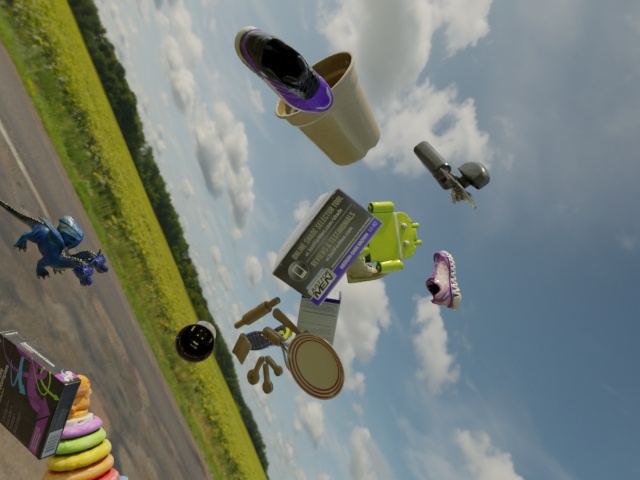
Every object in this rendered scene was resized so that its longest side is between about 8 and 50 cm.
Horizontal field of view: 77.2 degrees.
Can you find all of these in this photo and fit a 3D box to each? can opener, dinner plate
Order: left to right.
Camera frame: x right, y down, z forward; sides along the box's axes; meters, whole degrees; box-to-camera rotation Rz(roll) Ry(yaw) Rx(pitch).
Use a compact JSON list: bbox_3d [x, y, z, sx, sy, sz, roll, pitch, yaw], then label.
[{"bbox_3d":[-0.009,0.252,0.809,0.141,0.017,0.141,9,-75,35],"label":"dinner plate"},{"bbox_3d":[0.302,-0.163,0.936,0.074,0.093,0.280,45,14,-31],"label":"can opener"}]

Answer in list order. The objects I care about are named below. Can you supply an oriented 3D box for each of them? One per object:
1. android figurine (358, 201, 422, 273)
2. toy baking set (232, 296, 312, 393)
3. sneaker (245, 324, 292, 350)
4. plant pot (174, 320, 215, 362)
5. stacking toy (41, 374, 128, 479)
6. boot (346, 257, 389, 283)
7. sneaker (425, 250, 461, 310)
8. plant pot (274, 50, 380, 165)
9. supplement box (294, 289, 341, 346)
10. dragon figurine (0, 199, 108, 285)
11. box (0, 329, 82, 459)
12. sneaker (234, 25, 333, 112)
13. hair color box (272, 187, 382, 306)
[{"bbox_3d":[0.230,-0.012,1.387,0.056,0.273,0.248,156,-71,-67],"label":"android figurine"},{"bbox_3d":[-0.109,0.233,0.922,0.256,0.030,0.196,-39,-115,28],"label":"toy baking set"},{"bbox_3d":[-0.149,0.272,1.097,0.059,0.144,0.053,126,-48,-56],"label":"sneaker"},{"bbox_3d":[-0.536,0.431,1.768,0.165,0.167,0.166,-170,-121,-84],"label":"plant pot"},{"bbox_3d":[-0.559,0.466,0.927,0.175,0.166,0.301,140,-56,-79],"label":"stacking toy"},{"bbox_3d":[0.209,0.107,1.893,0.077,0.213,0.164,-35,110,-69],"label":"boot"},{"bbox_3d":[0.429,0.137,1.447,0.095,0.105,0.236,97,-5,-54],"label":"sneaker"},{"bbox_3d":[0.056,-0.453,1.472,0.305,0.334,0.334,47,-5,-35],"label":"plant pot"},{"bbox_3d":[-0.011,0.254,1.146,0.111,0.114,0.219,-58,156,-84],"label":"supplement box"},{"bbox_3d":[-0.610,-0.008,0.919,0.289,0.144,0.085,57,16,0],"label":"dragon figurine"},{"bbox_3d":[-0.424,0.217,0.578,0.162,0.029,0.115,22,-86,23],"label":"box"},{"bbox_3d":[-0.061,-0.387,0.960,0.146,0.294,0.102,39,-78,48],"label":"sneaker"},{"bbox_3d":[0.000,0.000,0.833,0.110,0.185,0.339,37,1,-5],"label":"hair color box"}]
